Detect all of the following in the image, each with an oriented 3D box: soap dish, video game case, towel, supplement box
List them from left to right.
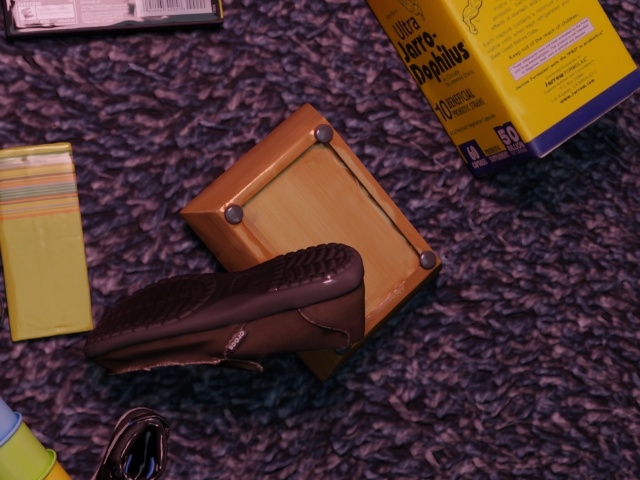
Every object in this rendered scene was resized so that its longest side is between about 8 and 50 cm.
[{"bbox_3d":[-0.344,0.000,1.364,0.102,0.021,0.237,-7,88,-12],"label":"towel"},{"bbox_3d":[-0.273,-0.387,1.408,0.275,0.035,0.248,-7,88,-16],"label":"video game case"},{"bbox_3d":[0.000,0.000,1.413,0.229,0.118,0.291,-42,99,-16],"label":"soap dish"},{"bbox_3d":[0.224,-0.291,1.465,0.195,0.194,0.356,-34,95,-17],"label":"supplement box"}]

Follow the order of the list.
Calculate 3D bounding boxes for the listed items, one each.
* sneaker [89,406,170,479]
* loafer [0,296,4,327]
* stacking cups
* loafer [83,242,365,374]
[{"bbox_3d":[-0.241,0.305,1.313,0.079,0.121,0.217,19,80,-14],"label":"sneaker"},{"bbox_3d":[-0.452,-0.004,1.295,0.096,0.084,0.267,-32,95,-16],"label":"loafer"},{"bbox_3d":[-0.388,0.198,1.259,0.096,0.096,0.316,-35,108,-16],"label":"stacking cups"},{"bbox_3d":[-0.110,0.112,1.302,0.366,0.134,0.130,-13,113,20],"label":"loafer"}]
